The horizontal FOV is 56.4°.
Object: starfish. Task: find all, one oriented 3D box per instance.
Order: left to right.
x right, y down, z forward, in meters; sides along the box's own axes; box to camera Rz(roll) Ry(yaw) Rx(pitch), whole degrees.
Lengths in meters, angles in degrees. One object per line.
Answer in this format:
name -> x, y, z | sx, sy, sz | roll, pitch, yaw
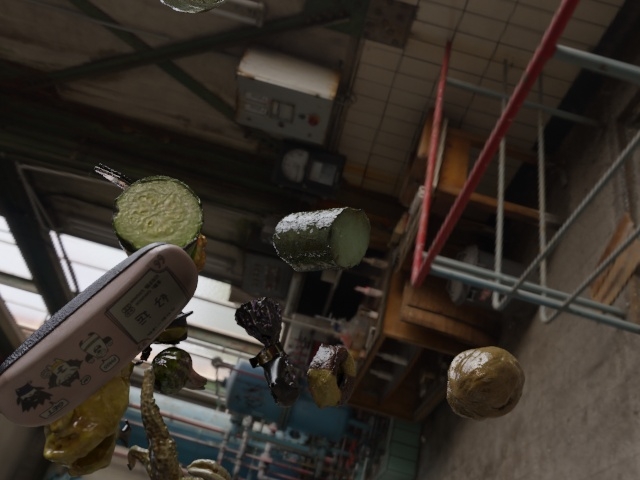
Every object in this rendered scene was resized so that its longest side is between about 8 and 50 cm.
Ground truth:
starfish -> -0.293, 0.434, 1.159 | 0.082, 0.432, 0.324 | -19, -59, -33

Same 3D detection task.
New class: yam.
yam -> 0.000, 0.000, 1.835 | 0.300, 0.195, 0.195 | -4, 64, 50

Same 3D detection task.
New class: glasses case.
glasses case -> -0.302, 0.126, 0.823 | 0.314, 0.075, 0.122 | -43, -38, -18

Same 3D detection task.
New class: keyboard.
keyboard -> -0.577, -0.160, 1.845 | 0.027, 0.106, 0.317 | -66, -16, -8

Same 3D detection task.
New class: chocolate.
chocolate -> -0.066, 0.148, 0.767 | 0.072, 0.070, 0.147 | 31, -144, -51

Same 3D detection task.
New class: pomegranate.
pomegranate -> -0.402, 0.370, 1.685 | 0.138, 0.163, 0.125 | -78, -8, -56

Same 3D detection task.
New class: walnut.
walnut -> 0.331, 0.286, 1.204 | 0.149, 0.167, 0.166 | 55, 147, 32

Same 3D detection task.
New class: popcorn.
popcorn -> -0.601, 0.424, 1.503 | 0.297, 0.281, 0.315 | 166, 105, -67

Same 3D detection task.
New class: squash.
squash -> -0.380, -0.038, 1.432 | 0.133, 0.220, 0.220 | 99, -174, -69

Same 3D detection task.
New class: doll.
doll -> -0.478, 0.264, 1.710 | 0.088, 0.249, 0.127 | -136, 25, -63

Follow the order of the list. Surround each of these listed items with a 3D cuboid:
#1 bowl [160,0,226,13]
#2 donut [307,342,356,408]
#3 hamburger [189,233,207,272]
bowl -> -0.361, -0.721, 1.573 | 0.145, 0.277, 0.277 | -17, 52, 55
donut -> 0.027, 0.291, 1.280 | 0.140, 0.059, 0.140 | 15, -108, -59
hamburger -> -0.492, 0.053, 2.147 | 0.237, 0.149, 0.237 | -40, 40, 46
